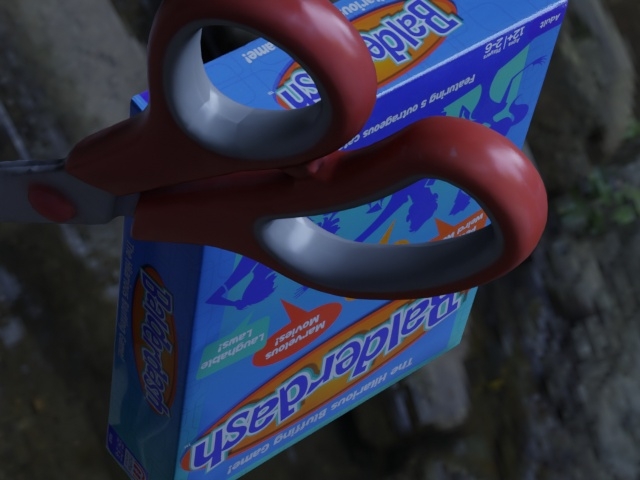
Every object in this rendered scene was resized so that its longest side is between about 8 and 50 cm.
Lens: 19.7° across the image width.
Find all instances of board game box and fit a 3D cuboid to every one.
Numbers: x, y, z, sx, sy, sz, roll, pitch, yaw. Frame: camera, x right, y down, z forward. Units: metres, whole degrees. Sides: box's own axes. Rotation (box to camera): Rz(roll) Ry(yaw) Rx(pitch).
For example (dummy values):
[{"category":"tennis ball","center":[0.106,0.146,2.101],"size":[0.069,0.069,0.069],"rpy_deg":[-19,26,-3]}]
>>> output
[{"category":"board game box","center":[0.000,0.000,0.692],"size":[0.160,0.210,0.047],"rpy_deg":[-29,62,-27]}]

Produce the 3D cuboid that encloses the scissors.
[{"category":"scissors","center":[-0.059,-0.007,0.531],"size":[0.109,0.297,0.021],"rpy_deg":[41,58,-23]}]
